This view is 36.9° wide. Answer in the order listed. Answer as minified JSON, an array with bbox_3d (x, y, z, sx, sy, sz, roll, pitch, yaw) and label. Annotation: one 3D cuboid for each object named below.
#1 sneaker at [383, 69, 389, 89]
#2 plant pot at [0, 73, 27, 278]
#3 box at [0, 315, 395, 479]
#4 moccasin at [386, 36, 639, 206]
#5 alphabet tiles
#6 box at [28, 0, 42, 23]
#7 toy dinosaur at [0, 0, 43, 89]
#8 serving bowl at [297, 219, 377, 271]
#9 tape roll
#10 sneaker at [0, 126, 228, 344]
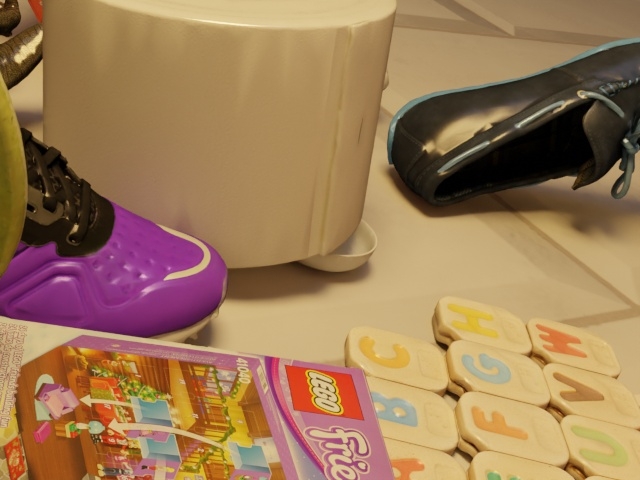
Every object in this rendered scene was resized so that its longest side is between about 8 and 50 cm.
[{"bbox_3d":[-0.046,-0.257,1.037,0.305,0.152,0.114,34,25,25],"label":"sneaker"},{"bbox_3d":[-0.285,0.012,0.323,0.276,0.276,0.254,19,39,1],"label":"plant pot"},{"bbox_3d":[-0.056,0.150,0.395,0.201,0.057,0.293,10,29,-15],"label":"box"},{"bbox_3d":[0.238,-0.092,0.904,0.342,0.137,0.116,-17,45,-2],"label":"moccasin"},{"bbox_3d":[0.151,0.129,0.602,0.278,0.021,0.284,15,28,-8],"label":"alphabet tiles"},{"bbox_3d":[-0.167,-0.331,0.949,0.154,0.142,0.299,2,49,18],"label":"box"},{"bbox_3d":[-0.318,-0.141,0.735,0.314,0.121,0.160,14,40,-19],"label":"toy dinosaur"},{"bbox_3d":[0.000,0.000,0.734,0.083,0.027,0.083,15,28,-8],"label":"serving bowl"},{"bbox_3d":[-0.077,-0.110,0.697,0.246,0.169,0.246,6,26,-3],"label":"tape roll"},{"bbox_3d":[-0.185,-0.022,0.531,0.294,0.146,0.102,9,29,-17],"label":"sneaker"}]
